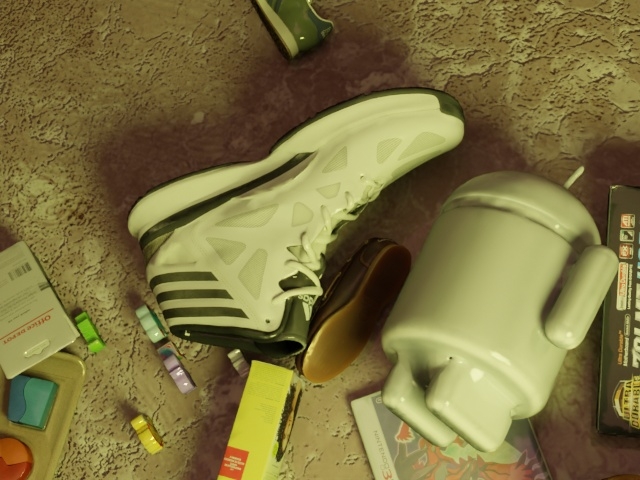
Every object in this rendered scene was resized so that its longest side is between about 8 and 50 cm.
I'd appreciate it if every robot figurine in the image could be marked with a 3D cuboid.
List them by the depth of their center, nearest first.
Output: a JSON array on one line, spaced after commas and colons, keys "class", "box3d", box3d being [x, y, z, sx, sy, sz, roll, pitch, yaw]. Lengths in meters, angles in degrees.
[{"class": "robot figurine", "box3d": [0.200, 0.065, 1.248, 0.300, 0.200, 0.353, -1, 53, 49]}]

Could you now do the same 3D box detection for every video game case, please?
[{"class": "video game case", "box3d": [0.158, 0.248, 1.307, 0.201, 0.023, 0.183, -20, 70, 4]}]

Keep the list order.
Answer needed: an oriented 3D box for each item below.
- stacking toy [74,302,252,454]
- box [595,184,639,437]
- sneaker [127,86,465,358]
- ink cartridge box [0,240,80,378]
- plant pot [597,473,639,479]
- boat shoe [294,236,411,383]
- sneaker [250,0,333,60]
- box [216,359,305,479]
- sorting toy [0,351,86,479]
[{"class": "stacking toy", "box3d": [-0.202, 0.139, 1.393, 0.167, 0.052, 0.221, -34, 69, -2]}, {"class": "box", "box3d": [0.473, 0.089, 1.238, 0.294, 0.073, 0.295, 2, 85, 15]}, {"class": "sneaker", "box3d": [0.000, 0.001, 1.331, 0.448, 0.169, 0.257, -23, 67, 6]}, {"class": "ink cartridge box", "box3d": [-0.390, 0.100, 1.413, 0.104, 0.060, 0.180, -31, 60, -10]}, {"class": "plant pot", "box3d": [0.393, 0.357, 1.101, 0.204, 0.291, 0.290, -17, 68, -23]}, {"class": "boat shoe", "box3d": [0.034, 0.086, 1.363, 0.207, 0.073, 0.073, -52, 34, -11]}, {"class": "sneaker", "box3d": [-0.050, -0.344, 1.515, 0.086, 0.064, 0.192, -27, 70, -7]}, {"class": "box", "box3d": [-0.082, 0.269, 1.312, 0.058, 0.087, 0.232, 14, 77, 14]}, {"class": "sorting toy", "box3d": [-0.479, 0.234, 1.418, 0.307, 0.041, 0.229, 10, 75, 13]}]
